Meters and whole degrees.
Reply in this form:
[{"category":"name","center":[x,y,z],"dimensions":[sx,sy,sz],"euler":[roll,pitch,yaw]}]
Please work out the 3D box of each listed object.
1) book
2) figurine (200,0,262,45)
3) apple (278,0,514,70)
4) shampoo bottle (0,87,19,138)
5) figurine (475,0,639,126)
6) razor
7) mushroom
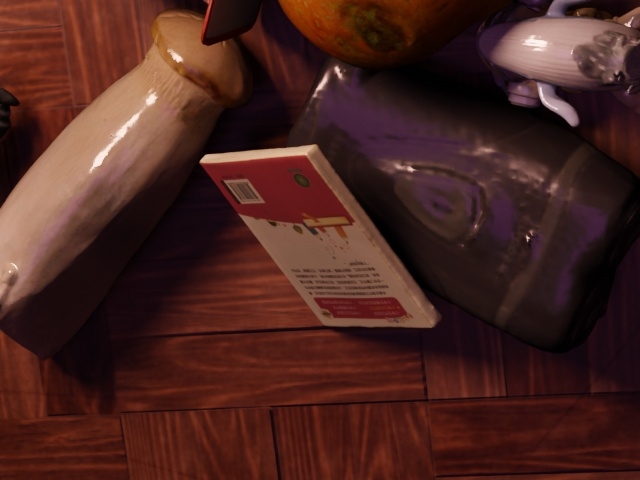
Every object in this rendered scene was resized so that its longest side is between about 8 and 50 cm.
[{"category":"book","center":[0.000,0.000,1.740],"dimensions":[0.162,0.022,0.232],"euler":[-1,135,48]},{"category":"figurine","center":[-0.169,-0.295,1.699],"dimensions":[0.226,0.183,0.160],"euler":[17,105,10]},{"category":"apple","center":[0.073,-0.264,1.631],"dimensions":[0.237,0.237,0.207],"euler":[-40,102,19]},{"category":"shampoo bottle","center":[-0.404,-0.049,1.854],"dimensions":[0.101,0.101,0.284],"euler":[43,109,-2]},{"category":"figurine","center":[0.237,-0.175,1.672],"dimensions":[0.208,0.184,0.128],"euler":[3,101,-27]},{"category":"razor","center":[0.133,-0.045,1.731],"dimensions":[0.349,0.113,0.204],"euler":[29,113,10]},{"category":"mushroom","center":[-0.223,-0.050,1.794],"dimensions":[0.407,0.154,0.137],"euler":[-54,49,17]}]
